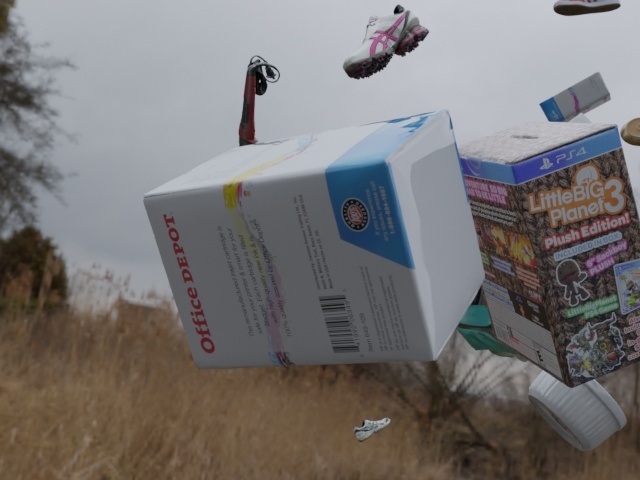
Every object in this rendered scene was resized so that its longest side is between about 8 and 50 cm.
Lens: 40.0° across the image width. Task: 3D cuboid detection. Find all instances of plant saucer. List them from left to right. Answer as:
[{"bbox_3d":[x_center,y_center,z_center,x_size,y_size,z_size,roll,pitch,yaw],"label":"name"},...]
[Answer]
[{"bbox_3d":[0.666,-0.230,1.822,0.083,0.083,0.015,4,-37,23],"label":"plant saucer"}]

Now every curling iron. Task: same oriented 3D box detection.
[{"bbox_3d":[-0.116,-0.187,1.544,0.068,0.274,0.035,-9,27,-39],"label":"curling iron"}]

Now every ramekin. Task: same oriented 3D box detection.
[{"bbox_3d":[0.547,0.359,1.905,0.207,0.109,0.207,47,-7,8],"label":"ramekin"}]

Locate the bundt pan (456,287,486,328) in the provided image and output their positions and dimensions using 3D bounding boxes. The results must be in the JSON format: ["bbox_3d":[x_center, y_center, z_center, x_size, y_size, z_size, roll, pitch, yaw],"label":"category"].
[{"bbox_3d":[0.259,0.015,1.774,0.124,0.331,0.330,-5,0,-39],"label":"bundt pan"}]

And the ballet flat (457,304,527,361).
[{"bbox_3d":[0.312,0.154,1.435,0.087,0.083,0.247,50,-15,-12],"label":"ballet flat"}]

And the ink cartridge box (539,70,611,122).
[{"bbox_3d":[0.486,-0.265,1.669,0.122,0.052,0.088,-30,-8,18],"label":"ink cartridge box"}]

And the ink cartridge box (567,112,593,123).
[{"bbox_3d":[0.350,-0.077,1.349,0.203,0.086,0.148,-35,-30,0],"label":"ink cartridge box"}]

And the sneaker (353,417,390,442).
[{"bbox_3d":[0.106,0.381,1.808,0.083,0.037,0.032,-24,-18,-26],"label":"sneaker"}]

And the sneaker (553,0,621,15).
[{"bbox_3d":[0.448,-0.421,1.492,0.118,0.067,0.042,-6,-8,-10],"label":"sneaker"}]

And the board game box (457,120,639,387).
[{"bbox_3d":[0.297,0.005,1.139,0.141,0.291,0.232,-20,13,-9],"label":"board game box"}]

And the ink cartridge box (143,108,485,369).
[{"bbox_3d":[0.000,0.000,0.908,0.270,0.198,0.197,-6,19,27],"label":"ink cartridge box"}]

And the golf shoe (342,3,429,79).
[{"bbox_3d":[0.099,-0.343,1.521,0.086,0.186,0.067,51,-29,6],"label":"golf shoe"}]
